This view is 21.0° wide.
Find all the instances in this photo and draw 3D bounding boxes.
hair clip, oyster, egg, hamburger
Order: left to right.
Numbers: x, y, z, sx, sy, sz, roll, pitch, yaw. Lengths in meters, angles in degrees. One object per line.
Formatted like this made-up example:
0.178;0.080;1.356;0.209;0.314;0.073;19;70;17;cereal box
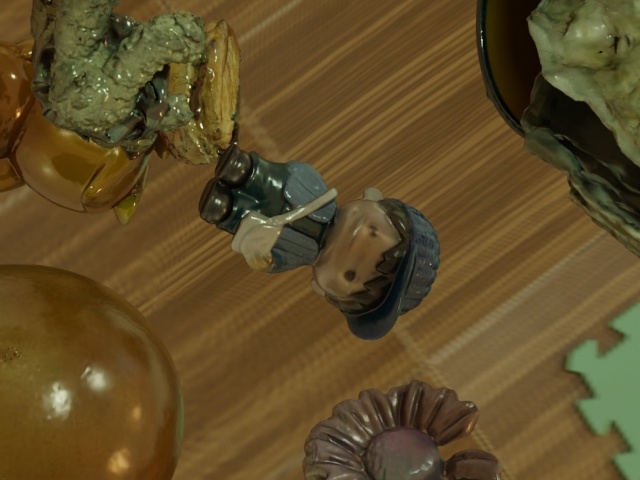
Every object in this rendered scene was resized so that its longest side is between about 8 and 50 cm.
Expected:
-0.268;0.162;1.462;0.283;0.351;0.282;16;64;-35;egg
-0.130;-0.165;1.667;0.087;0.102;0.176;-8;54;15;hamburger
0.086;0.260;1.509;0.173;0.069;0.300;-10;66;-10;hair clip
0.192;-0.032;0.613;0.198;0.268;0.112;-20;134;-41;oyster

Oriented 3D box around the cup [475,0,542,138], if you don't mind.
0.327;-0.192;1.686;0.292;0.308;0.242;-3;49;-28;cup

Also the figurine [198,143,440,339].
0.000;0.000;1.025;0.149;0.087;0.086;25;87;-12;figurine

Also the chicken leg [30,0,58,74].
-0.218;-0.219;1.505;0.069;0.085;0.197;-5;121;-16;chicken leg

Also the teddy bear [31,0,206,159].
-0.168;-0.115;1.366;0.133;0.213;0.111;34;63;5;teddy bear

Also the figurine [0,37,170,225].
-0.269;-0.118;1.757;0.228;0.215;0.215;36;85;8;figurine
